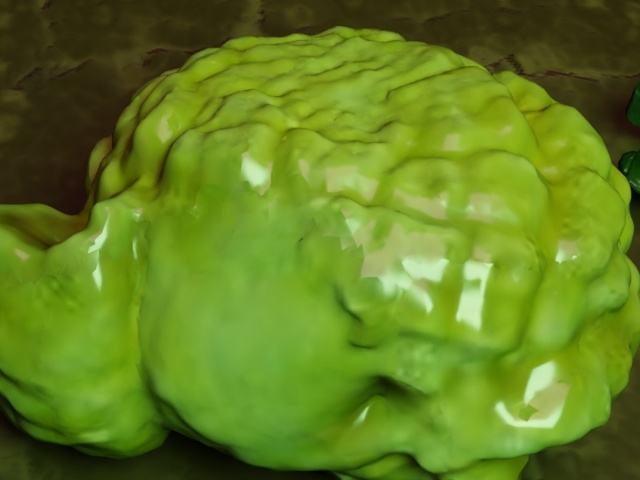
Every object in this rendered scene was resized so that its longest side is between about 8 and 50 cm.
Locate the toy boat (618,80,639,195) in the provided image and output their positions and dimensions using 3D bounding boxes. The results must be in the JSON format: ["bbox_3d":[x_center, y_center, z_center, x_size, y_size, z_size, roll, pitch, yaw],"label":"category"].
[{"bbox_3d":[0.254,-0.028,0.890,0.210,0.052,0.104,24,51,15],"label":"toy boat"}]

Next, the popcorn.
[{"bbox_3d":[0.000,0.000,0.776,0.286,0.174,0.225,3,35,10],"label":"popcorn"}]
